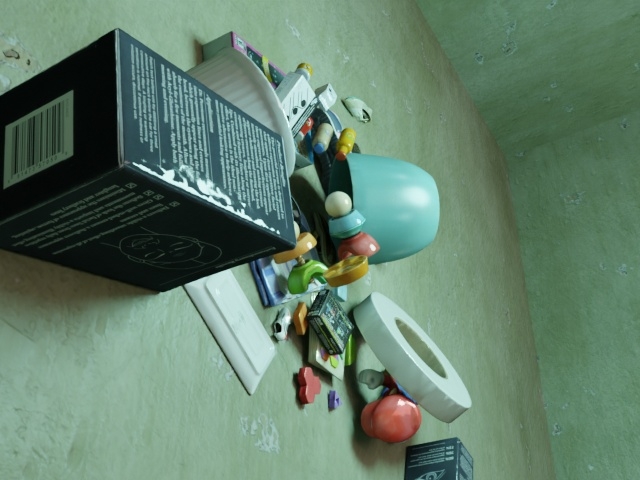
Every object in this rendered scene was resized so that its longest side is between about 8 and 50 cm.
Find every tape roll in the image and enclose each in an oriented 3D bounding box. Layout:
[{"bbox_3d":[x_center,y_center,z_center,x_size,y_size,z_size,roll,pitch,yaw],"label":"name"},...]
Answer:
[{"bbox_3d":[0.238,0.298,1.925,0.392,0.072,0.392,45,10,-11],"label":"tape roll"}]

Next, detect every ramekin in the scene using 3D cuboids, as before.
[{"bbox_3d":[-0.180,-0.215,1.418,0.135,0.277,0.277,-30,103,-22],"label":"ramekin"}]

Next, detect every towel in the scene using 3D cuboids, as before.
[{"bbox_3d":[-0.079,0.034,1.708,0.285,0.034,0.209,-14,84,-64],"label":"towel"}]

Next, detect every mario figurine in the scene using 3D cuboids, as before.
[{"bbox_3d":[0.163,0.417,1.868,0.198,0.170,0.320,35,13,9],"label":"mario figurine"}]

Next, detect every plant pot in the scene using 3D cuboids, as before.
[{"bbox_3d":[0.161,-0.077,1.874,0.293,0.235,0.293,179,-90,-78],"label":"plant pot"}]

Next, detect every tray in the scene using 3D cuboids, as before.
[{"bbox_3d":[-0.165,0.155,1.459,0.270,0.030,0.145,62,28,-17],"label":"tray"}]

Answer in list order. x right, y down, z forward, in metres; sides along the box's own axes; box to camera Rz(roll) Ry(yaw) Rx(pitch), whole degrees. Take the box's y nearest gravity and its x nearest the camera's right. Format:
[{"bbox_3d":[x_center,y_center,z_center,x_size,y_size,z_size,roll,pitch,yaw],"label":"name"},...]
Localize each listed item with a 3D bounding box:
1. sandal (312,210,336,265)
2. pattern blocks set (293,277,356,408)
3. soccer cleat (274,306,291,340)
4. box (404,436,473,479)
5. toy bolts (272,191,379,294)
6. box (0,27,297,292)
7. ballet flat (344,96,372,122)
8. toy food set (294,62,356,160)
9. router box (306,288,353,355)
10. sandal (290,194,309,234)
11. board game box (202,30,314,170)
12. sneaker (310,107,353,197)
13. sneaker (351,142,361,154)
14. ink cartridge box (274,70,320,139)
[{"bbox_3d":[0.000,0.000,1.879,0.072,0.049,0.180,52,16,-45],"label":"sandal"},{"bbox_3d":[0.018,0.226,1.730,0.285,0.026,0.325,28,55,-58],"label":"pattern blocks set"},{"bbox_3d":[-0.084,0.177,1.605,0.035,0.029,0.083,50,37,-44],"label":"soccer cleat"},{"bbox_3d":[0.306,0.633,1.915,0.108,0.153,0.207,55,31,-31],"label":"box"},{"bbox_3d":[0.025,-0.008,1.605,0.228,0.218,0.158,-33,105,-36],"label":"toy bolts"},{"bbox_3d":[-0.268,-0.089,1.122,0.395,0.293,0.212,27,49,-55],"label":"box"},{"bbox_3d":[0.129,-0.421,2.409,0.168,0.057,0.052,12,72,-60],"label":"ballet flat"},{"bbox_3d":[-0.015,-0.292,1.749,0.232,0.111,0.104,57,30,-28],"label":"toy food set"},{"bbox_3d":[0.023,0.186,1.680,0.122,0.038,0.092,59,33,-24],"label":"router box"},{"bbox_3d":[-0.103,-0.092,1.677,0.254,0.054,0.097,53,28,-14],"label":"sandal"},{"bbox_3d":[-0.143,-0.318,1.755,0.303,0.097,0.224,29,48,-55],"label":"board game box"},{"bbox_3d":[0.058,-0.220,2.063,0.131,0.112,0.319,-20,93,-64],"label":"sneaker"},{"bbox_3d":[0.101,-0.196,2.206,0.071,0.066,0.188,52,32,-67],"label":"sneaker"},{"bbox_3d":[-0.090,-0.262,1.637,0.207,0.046,0.097,-55,141,-14],"label":"ink cartridge box"}]
